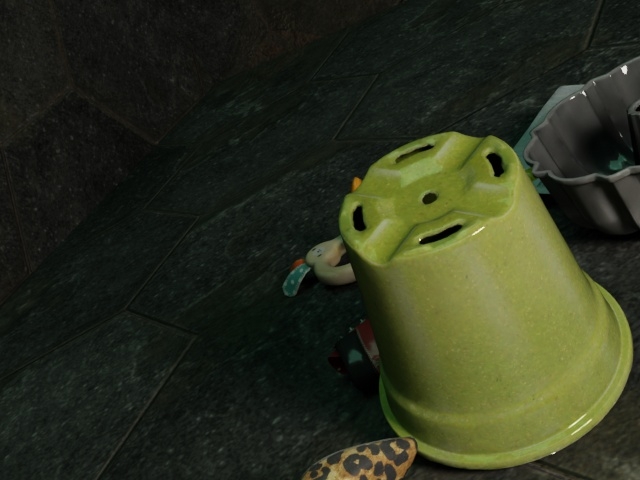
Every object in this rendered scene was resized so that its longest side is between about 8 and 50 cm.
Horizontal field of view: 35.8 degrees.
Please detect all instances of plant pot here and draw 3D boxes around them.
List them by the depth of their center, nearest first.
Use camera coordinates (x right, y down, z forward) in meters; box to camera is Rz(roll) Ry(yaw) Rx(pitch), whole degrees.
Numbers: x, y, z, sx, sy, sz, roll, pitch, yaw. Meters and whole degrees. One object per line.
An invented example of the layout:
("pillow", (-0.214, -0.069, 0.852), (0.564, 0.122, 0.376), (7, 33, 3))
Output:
("plant pot", (0.145, 0.042, 0.989), (0.276, 0.254, 0.276), (-18, 38, 14))

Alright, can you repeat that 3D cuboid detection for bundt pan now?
("bundt pan", (0.427, -0.119, 1.224), (0.331, 0.124, 0.331), (-27, 21, 11))

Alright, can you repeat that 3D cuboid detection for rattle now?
("rattle", (0.000, 0.000, 1.518), (0.199, 0.143, 0.130), (-6, 50, 36))

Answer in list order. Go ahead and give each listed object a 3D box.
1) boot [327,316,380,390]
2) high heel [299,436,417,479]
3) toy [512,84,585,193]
("boot", (0.085, 0.089, 1.280), (0.176, 0.088, 0.244), (-27, 25, 14))
("high heel", (0.021, 0.299, 0.917), (0.261, 0.093, 0.186), (-36, 30, -10))
("toy", (0.354, -0.137, 1.452), (0.137, 0.056, 0.237), (6, 47, 52))
